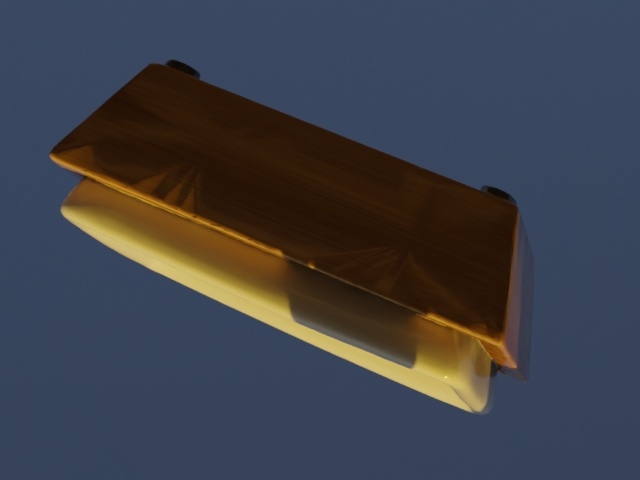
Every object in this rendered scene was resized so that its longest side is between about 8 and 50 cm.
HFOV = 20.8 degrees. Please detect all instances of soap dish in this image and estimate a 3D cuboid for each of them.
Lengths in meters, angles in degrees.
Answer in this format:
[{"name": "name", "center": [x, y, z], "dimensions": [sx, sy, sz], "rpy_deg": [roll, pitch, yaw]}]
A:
[{"name": "soap dish", "center": [0.000, 0.000, 1.095], "dimensions": [0.290, 0.229, 0.118], "rpy_deg": [22, -96, 14]}]
